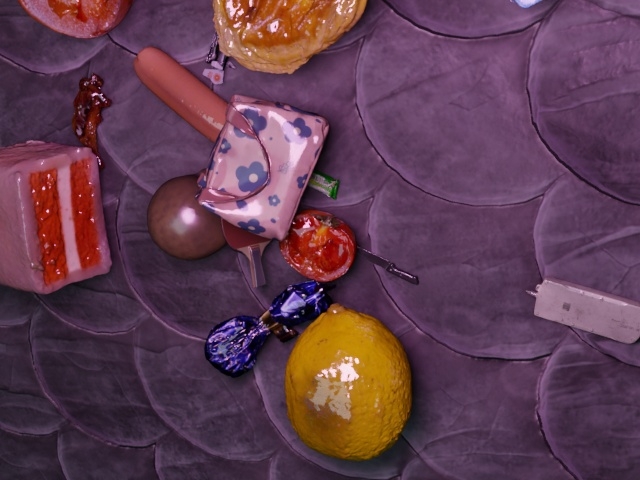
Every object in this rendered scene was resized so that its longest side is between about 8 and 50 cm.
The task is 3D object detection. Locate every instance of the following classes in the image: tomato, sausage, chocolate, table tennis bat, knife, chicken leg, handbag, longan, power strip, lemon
[{"bbox_3d":[-0.469,-0.575,1.588,0.338,0.143,0.339,9,111,24],"label":"tomato"},{"bbox_3d":[-0.262,-0.288,1.632,0.289,0.086,0.086,41,117,6],"label":"sausage"},{"bbox_3d":[-0.091,0.165,1.694,0.343,0.126,0.148,-35,129,29],"label":"chocolate"},{"bbox_3d":[-0.142,-0.013,1.656,0.019,0.130,0.221,7,108,57],"label":"table tennis bat"},{"bbox_3d":[0.124,0.045,1.629,0.170,0.010,0.023,27,116,14],"label":"knife"},{"bbox_3d":[-0.505,-0.261,1.759,0.089,0.048,0.219,21,114,18],"label":"chicken leg"},{"bbox_3d":[-0.117,-0.150,1.524,0.193,0.190,0.252,19,103,-14],"label":"handbag"},{"bbox_3d":[-0.263,-0.058,1.676,0.184,0.159,0.204,22,75,-7],"label":"longan"},{"bbox_3d":[0.493,0.126,1.497,0.226,0.029,0.080,17,115,15],"label":"power strip"},{"bbox_3d":[0.000,0.000,1.616,0.159,0.091,0.139,23,116,4],"label":"tomato"},{"bbox_3d":[0.057,0.283,1.591,0.268,0.268,0.322,5,114,20],"label":"lemon"}]

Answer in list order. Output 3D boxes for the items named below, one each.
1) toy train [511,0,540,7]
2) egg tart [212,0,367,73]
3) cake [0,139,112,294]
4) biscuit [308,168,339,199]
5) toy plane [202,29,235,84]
[{"bbox_3d":[0.347,-0.533,1.256,0.265,0.188,0.300,-25,100,32],"label":"toy train"},{"bbox_3d":[-0.036,-0.479,1.426,0.339,0.153,0.352,-3,100,33],"label":"egg tart"},{"bbox_3d":[-0.623,-0.056,1.759,0.230,0.237,0.309,6,110,31],"label":"cake"},{"bbox_3d":[-0.002,-0.119,1.622,0.089,0.016,0.046,27,117,12],"label":"biscuit"},{"bbox_3d":[-0.176,-0.398,1.583,0.078,0.053,0.197,31,115,19],"label":"toy plane"}]
